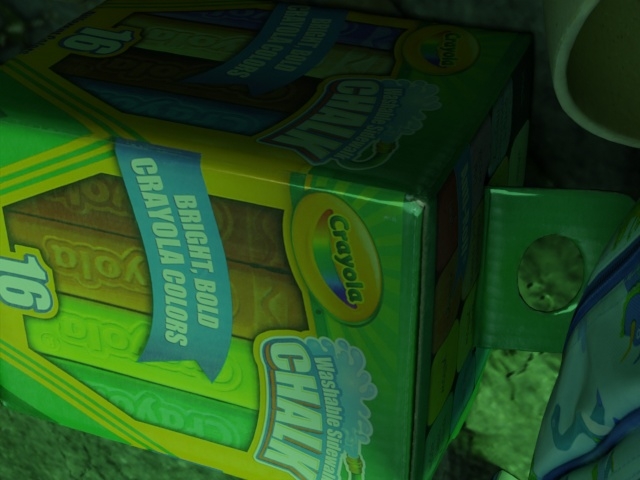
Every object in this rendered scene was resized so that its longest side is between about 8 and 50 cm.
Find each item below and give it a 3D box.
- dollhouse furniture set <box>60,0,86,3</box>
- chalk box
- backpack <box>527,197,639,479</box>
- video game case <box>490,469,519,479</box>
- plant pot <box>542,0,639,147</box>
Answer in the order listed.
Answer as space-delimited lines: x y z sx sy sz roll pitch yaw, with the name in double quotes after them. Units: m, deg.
-0.270 -0.180 0.657 0.301 0.151 0.198 32 109 27 "dollhouse furniture set"
0.000 0.000 0.558 0.288 0.179 0.180 11 124 20 "chalk box"
0.200 0.079 0.378 0.290 0.273 0.355 21 172 -5 "backpack"
0.156 0.309 0.746 0.244 0.061 0.270 30 127 6 "video game case"
0.193 -0.163 0.337 0.284 0.284 0.191 -18 73 33 "plant pot"
